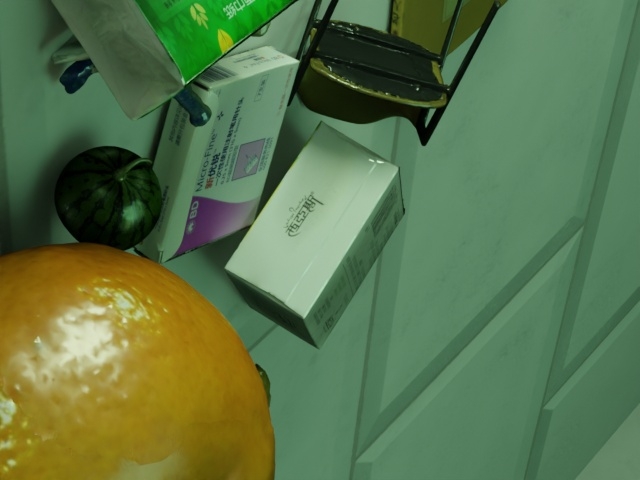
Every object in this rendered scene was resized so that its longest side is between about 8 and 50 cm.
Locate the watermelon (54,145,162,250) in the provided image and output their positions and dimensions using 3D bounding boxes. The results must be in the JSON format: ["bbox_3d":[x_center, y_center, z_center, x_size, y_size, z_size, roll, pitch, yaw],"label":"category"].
[{"bbox_3d":[-0.193,-0.039,1.721,0.109,0.109,0.109,-46,154,-30],"label":"watermelon"}]

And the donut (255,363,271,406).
[{"bbox_3d":[-0.131,0.215,2.217,0.178,0.065,0.162,-20,131,-55],"label":"donut"}]

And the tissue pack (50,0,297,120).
[{"bbox_3d":[-0.124,-0.217,1.611,0.209,0.148,0.156,-43,-168,-37],"label":"tissue pack"}]

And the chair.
[{"bbox_3d":[0.060,-0.194,1.963,0.172,0.159,0.247,-97,-155,-59],"label":"chair"}]

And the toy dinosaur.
[{"bbox_3d":[-0.122,-0.205,1.712,0.247,0.075,0.188,-52,154,-2],"label":"toy dinosaur"}]

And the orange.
[{"bbox_3d":[-0.230,0.211,1.659,0.424,0.326,0.424,-45,155,-28],"label":"orange"}]

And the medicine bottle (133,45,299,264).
[{"bbox_3d":[-0.108,-0.088,1.907,0.171,0.052,0.201,-23,137,-56],"label":"medicine bottle"}]

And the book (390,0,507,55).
[{"bbox_3d":[0.170,-0.375,2.160,0.269,0.032,0.389,-41,151,-34],"label":"book"}]

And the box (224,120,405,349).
[{"bbox_3d":[0.000,0.000,2.096,0.194,0.111,0.260,-57,173,-8],"label":"box"}]
